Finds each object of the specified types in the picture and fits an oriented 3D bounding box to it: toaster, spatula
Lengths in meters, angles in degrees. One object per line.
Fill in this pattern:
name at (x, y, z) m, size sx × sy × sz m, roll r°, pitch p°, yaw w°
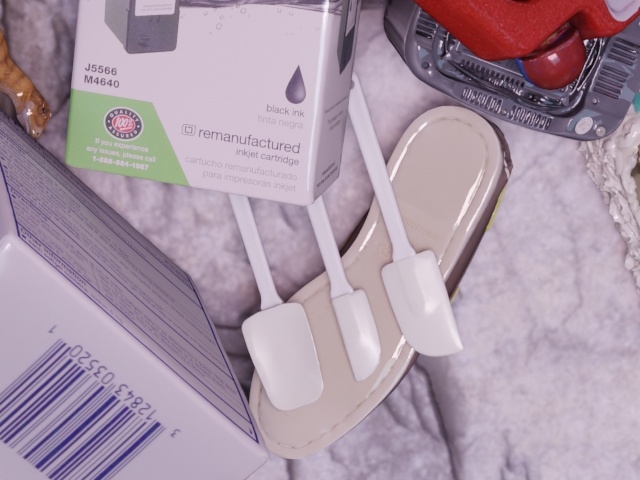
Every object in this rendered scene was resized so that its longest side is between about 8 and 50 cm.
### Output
toaster at (0.141, -0.169, 1.346) m, size 0.227 × 0.146 × 0.129 m, roll 17°, pitch 103°, yaw -14°
spatula at (0.000, 0.000, 1.373) m, size 0.168 × 0.019 × 0.242 m, roll -20°, pitch 83°, yaw 17°

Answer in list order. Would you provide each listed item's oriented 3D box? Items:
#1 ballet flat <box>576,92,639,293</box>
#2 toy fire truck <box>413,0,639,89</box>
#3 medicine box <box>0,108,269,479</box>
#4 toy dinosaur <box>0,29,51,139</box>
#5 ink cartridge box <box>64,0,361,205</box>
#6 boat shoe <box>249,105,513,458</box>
ballet flat at (0.336, 0.039, 1.451) m, size 0.147 × 0.147 × 0.409 m, roll -33°, pitch 110°, yaw 2°
toy fire truck at (0.160, -0.249, 1.195) m, size 0.302 × 0.169 × 0.254 m, roll -43°, pitch 115°, yaw -32°
medicine box at (-0.203, 0.060, 1.261) m, size 0.149 × 0.289 × 0.263 m, roll -42°, pitch 121°, yaw 6°
toy dinosaur at (-0.281, -0.171, 1.333) m, size 0.112 × 0.064 × 0.211 m, roll -29°, pitch 120°, yaw -13°
ink cartridge box at (-0.074, -0.182, 1.295) m, size 0.198 × 0.115 × 0.273 m, roll 10°, pitch 106°, yaw 11°
boat shoe at (0.054, 0.039, 1.417) m, size 0.116 × 0.097 × 0.324 m, roll 32°, pitch 98°, yaw 17°
